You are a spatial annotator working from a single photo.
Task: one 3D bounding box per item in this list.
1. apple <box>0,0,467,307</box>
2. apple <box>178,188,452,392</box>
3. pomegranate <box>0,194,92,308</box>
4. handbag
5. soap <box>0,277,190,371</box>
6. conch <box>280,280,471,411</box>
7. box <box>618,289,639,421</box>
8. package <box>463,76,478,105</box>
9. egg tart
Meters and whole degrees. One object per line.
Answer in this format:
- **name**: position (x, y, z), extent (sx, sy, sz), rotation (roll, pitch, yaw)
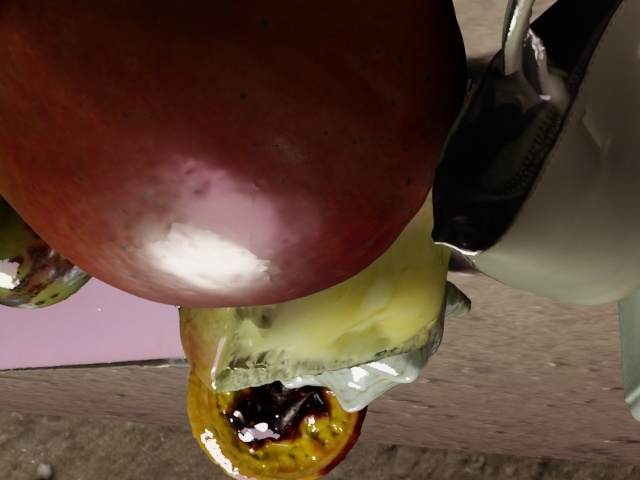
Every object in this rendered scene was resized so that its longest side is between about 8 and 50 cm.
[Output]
- **apple**: position (-0.054, -0.081, 0.720), extent (0.234, 0.234, 0.234), rotation (2, 168, 0)
- **apple**: position (0.000, 0.000, 1.239), extent (0.120, 0.193, 0.265), rotation (36, -153, 32)
- **pomegranate**: position (-0.229, -0.019, 1.211), extent (0.148, 0.148, 0.169), rotation (14, 170, -42)
- **handbag**: position (0.137, -0.077, 0.700), extent (0.109, 0.241, 0.315), rotation (35, 178, 12)
- **soap**: position (-0.212, 0.029, 1.399), extent (0.259, 0.081, 0.181), rotation (-5, 136, 30)
- **conch**: position (0.026, 0.067, 1.501), extent (0.203, 0.169, 0.386), rotation (29, 175, 23)
- **box**: position (0.305, 0.036, 1.246), extent (0.175, 0.182, 0.312), rotation (2, 168, 2)
- **package**: position (0.082, -0.089, 1.066), extent (0.077, 0.033, 0.111), rotation (-17, -162, -40)
- **egg tart**: position (-0.062, 0.170, 1.936), extent (0.215, 0.215, 0.171), rotation (6, -177, -17)
